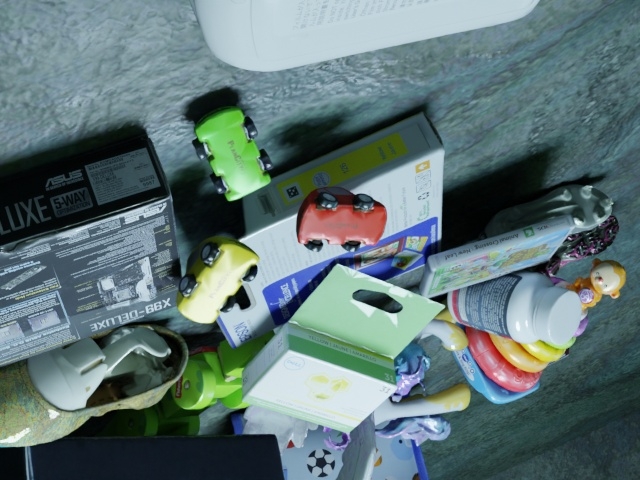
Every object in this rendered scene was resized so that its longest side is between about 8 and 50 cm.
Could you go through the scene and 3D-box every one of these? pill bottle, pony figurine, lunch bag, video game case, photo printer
[{"bbox_3d":[0.287,0.093,1.586,0.108,0.180,0.108,-13,110,-40],"label":"pill bottle"},{"bbox_3d":[0.059,0.238,1.638,0.363,0.303,0.351,2,112,-40],"label":"pony figurine"},{"bbox_3d":[0.027,0.472,1.798,0.327,0.386,0.239,-6,152,-6],"label":"lunch bag"},{"bbox_3d":[0.233,0.026,1.457,0.193,0.023,0.212,-17,166,-2],"label":"video game case"},{"bbox_3d":[0.048,-0.247,0.787,0.307,0.107,0.256,-16,154,-19],"label":"photo printer"}]

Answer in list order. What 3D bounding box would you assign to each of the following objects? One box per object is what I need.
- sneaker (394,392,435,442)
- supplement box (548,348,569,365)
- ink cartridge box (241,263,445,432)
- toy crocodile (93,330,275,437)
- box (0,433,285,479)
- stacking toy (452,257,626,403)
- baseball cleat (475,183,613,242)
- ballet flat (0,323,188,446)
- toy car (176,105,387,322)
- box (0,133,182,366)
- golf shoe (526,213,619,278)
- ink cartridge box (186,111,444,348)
[{"bbox_3d":[0.061,0.385,2.079,0.321,0.125,0.180,-12,158,-4],"label":"sneaker"},{"bbox_3d":[0.398,0.185,2.027,0.130,0.073,0.239,-26,157,0],"label":"supplement box"},{"bbox_3d":[0.028,0.145,1.368,0.171,0.056,0.235,22,131,-25],"label":"ink cartridge box"},{"bbox_3d":[-0.195,0.213,1.505,0.340,0.105,0.115,-36,153,32],"label":"toy crocodile"},{"bbox_3d":[-0.353,0.449,1.448,0.471,0.298,0.480,-22,160,30],"label":"box"},{"bbox_3d":[0.364,0.121,1.712,0.165,0.175,0.302,-7,155,-49],"label":"stacking toy"},{"bbox_3d":[0.316,-0.029,1.549,0.205,0.072,0.109,-10,166,-21],"label":"baseball cleat"},{"bbox_3d":[-0.270,0.152,1.248,0.123,0.123,0.348,-36,166,22],"label":"ballet flat"},{"bbox_3d":[-0.068,-0.047,1.077,0.239,0.053,0.225,-26,128,-5],"label":"toy car"},{"bbox_3d":[-0.292,0.033,1.062,0.307,0.077,0.242,-19,155,-13],"label":"box"},{"bbox_3d":[0.377,0.007,1.679,0.186,0.068,0.086,-28,-172,-6],"label":"golf shoe"},{"bbox_3d":[0.000,0.000,1.291,0.307,0.072,0.304,-22,157,-4],"label":"ink cartridge box"}]
